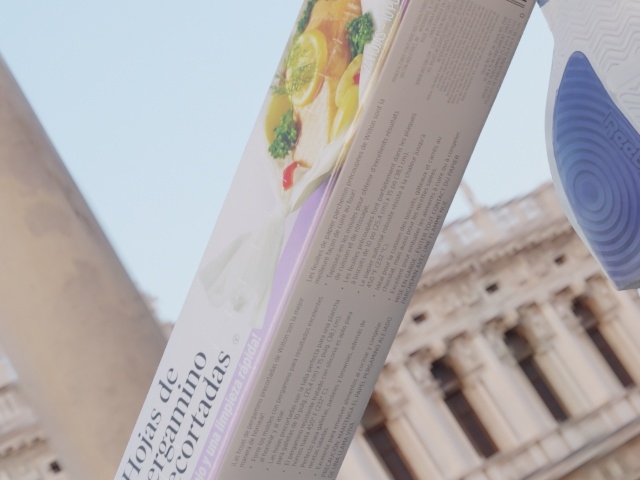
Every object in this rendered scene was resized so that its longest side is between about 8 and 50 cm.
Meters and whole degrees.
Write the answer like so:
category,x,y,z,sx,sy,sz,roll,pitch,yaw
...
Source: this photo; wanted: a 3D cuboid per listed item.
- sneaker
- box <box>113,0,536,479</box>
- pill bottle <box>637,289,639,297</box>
category,x,y,z,sx,sy,sz,roll,pitch,yaw
sneaker,0.208,-0.143,0.852,0.182,0.315,0.127,-12,-9,-33
box,0.000,0.000,0.592,0.067,0.063,0.324,14,-78,-39
pill bottle,0.406,0.109,1.075,0.204,0.361,0.204,-42,13,12
